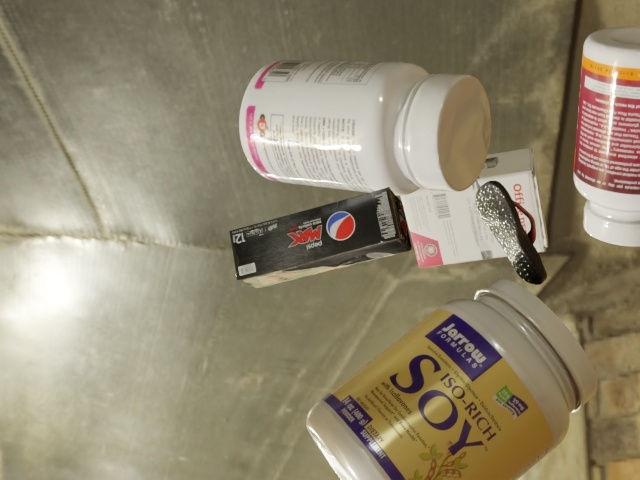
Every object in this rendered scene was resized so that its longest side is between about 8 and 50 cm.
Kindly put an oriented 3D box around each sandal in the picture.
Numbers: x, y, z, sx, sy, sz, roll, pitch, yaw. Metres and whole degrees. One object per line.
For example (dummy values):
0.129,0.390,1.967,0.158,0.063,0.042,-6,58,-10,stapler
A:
0.257,-0.016,1.138,0.067,0.040,0.179,23,153,54,sandal

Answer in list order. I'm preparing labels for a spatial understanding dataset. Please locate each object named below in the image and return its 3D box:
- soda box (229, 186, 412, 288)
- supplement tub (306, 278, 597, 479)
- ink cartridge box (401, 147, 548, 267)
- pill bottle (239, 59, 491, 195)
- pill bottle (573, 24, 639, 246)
0.000,0.000,0.850,0.168,0.053,0.060,-14,164,14,soda box
0.174,0.229,1.151,0.331,0.241,0.241,-37,142,-11,supplement tub
0.258,-0.053,1.439,0.217,0.092,0.159,-7,122,17,ink cartridge box
0.053,-0.140,1.067,0.283,0.160,0.160,10,151,36,pill bottle
0.234,-0.077,0.644,0.086,0.086,0.152,1,116,9,pill bottle
